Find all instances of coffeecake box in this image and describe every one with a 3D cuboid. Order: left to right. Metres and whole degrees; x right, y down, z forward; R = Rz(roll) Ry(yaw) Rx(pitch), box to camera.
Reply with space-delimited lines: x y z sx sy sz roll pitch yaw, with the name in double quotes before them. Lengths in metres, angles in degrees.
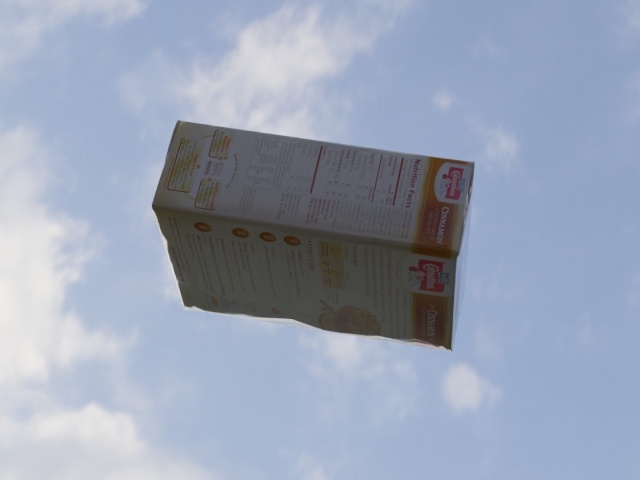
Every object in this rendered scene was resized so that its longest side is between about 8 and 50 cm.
"coffeecake box" 0.000 0.000 0.895 0.185 0.068 0.142 9 -28 8
